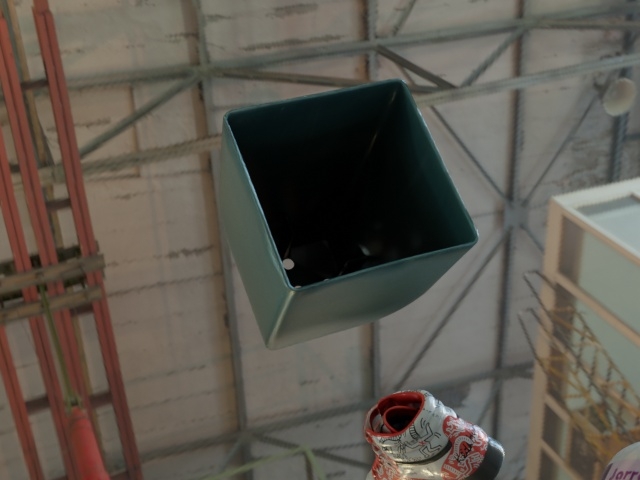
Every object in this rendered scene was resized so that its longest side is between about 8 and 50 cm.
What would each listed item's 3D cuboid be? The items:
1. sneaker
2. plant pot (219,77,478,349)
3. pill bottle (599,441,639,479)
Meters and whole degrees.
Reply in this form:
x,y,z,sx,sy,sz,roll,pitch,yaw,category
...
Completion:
x,y,z,sx,sy,sz,roll,pitch,yaw,category
0.102,0.269,1.201,0.145,0.270,0.090,38,-124,-13,sneaker
0.000,0.000,0.834,0.166,0.165,0.234,-14,-22,-20,plant pot
0.287,0.271,0.745,0.301,0.169,0.169,-53,-50,-26,pill bottle
